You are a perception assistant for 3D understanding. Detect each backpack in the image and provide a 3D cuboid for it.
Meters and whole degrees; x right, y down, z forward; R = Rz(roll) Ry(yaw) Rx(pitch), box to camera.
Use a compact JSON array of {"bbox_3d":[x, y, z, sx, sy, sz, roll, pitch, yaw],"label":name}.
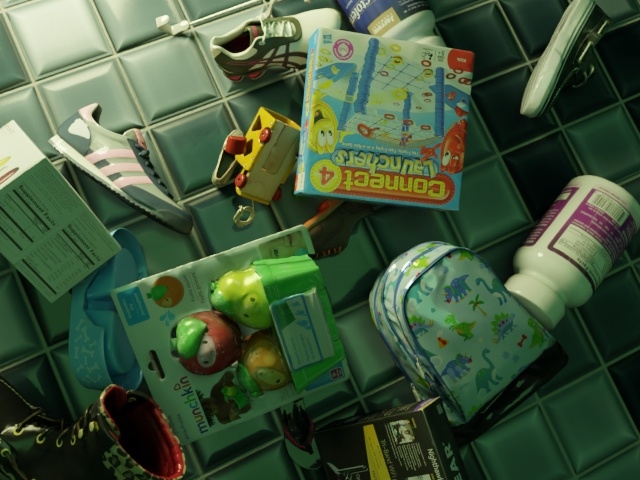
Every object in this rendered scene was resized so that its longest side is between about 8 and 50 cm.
[{"bbox_3d":[0.256,0.166,1.256,0.290,0.273,0.355,-36,75,-7],"label":"backpack"}]

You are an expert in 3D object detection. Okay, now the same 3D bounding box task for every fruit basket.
[{"bbox_3d":[-0.142,0.176,1.175,0.353,0.165,0.326,-20,108,-15],"label":"fruit basket"}]

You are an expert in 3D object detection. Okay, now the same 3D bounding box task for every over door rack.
[{"bbox_3d":[-0.190,-0.571,1.383,0.325,0.108,0.239,-12,82,4],"label":"over door rack"}]

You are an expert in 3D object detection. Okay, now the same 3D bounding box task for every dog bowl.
[{"bbox_3d":[-0.375,0.125,1.179,0.074,0.166,0.297,-8,68,8],"label":"dog bowl"}]

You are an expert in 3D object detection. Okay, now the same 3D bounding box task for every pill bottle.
[{"bbox_3d":[0.497,0.028,1.340,0.169,0.169,0.301,41,77,0],"label":"pill bottle"},{"bbox_3d":[0.143,-0.470,1.382,0.153,0.153,0.264,-30,85,-13],"label":"pill bottle"}]

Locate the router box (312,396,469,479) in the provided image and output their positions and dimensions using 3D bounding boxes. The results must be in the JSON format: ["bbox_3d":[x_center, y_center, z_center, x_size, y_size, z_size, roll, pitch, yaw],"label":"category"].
[{"bbox_3d":[0.144,0.456,1.179,0.243,0.081,0.308,-22,82,33],"label":"router box"}]

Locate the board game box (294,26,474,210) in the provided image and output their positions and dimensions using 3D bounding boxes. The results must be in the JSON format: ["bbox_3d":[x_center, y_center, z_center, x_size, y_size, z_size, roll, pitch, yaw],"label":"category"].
[{"bbox_3d":[0.120,-0.219,1.254,0.309,0.086,0.301,5,91,-12],"label":"board game box"}]

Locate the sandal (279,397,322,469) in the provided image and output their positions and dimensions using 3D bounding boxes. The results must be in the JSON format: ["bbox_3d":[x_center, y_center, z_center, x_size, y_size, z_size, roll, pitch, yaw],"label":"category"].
[{"bbox_3d":[-0.043,0.351,1.262,0.067,0.040,0.179,-18,83,-12],"label":"sandal"}]

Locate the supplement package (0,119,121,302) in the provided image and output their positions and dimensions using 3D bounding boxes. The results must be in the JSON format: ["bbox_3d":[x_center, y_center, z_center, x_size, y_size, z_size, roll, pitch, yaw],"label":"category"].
[{"bbox_3d":[-0.487,-0.057,1.120,0.145,0.262,0.204,-40,128,-14],"label":"supplement package"}]

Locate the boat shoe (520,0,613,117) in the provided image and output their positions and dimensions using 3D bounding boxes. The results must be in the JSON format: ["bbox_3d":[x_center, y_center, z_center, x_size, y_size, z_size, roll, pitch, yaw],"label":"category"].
[{"bbox_3d":[0.549,-0.392,1.447,0.119,0.121,0.335,30,75,2],"label":"boat shoe"}]

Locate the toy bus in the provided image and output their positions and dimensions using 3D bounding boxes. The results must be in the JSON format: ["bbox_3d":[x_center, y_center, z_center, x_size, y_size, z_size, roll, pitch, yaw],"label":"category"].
[{"bbox_3d":[-0.114,-0.159,1.309,0.202,0.190,0.104,-25,40,-15],"label":"toy bus"}]

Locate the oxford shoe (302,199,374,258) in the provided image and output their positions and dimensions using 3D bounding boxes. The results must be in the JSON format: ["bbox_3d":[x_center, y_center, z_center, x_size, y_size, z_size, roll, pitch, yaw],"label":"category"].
[{"bbox_3d":[0.000,0.000,1.307,0.098,0.097,0.271,45,76,-5],"label":"oxford shoe"}]

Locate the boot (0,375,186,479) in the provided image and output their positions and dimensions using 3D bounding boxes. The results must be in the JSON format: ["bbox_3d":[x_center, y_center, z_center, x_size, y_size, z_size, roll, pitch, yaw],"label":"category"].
[{"bbox_3d":[-0.416,0.316,1.089,0.284,0.138,0.377,-37,91,26],"label":"boot"}]

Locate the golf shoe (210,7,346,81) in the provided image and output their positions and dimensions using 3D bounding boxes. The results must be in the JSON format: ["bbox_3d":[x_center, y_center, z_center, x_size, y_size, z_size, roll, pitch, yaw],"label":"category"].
[{"bbox_3d":[-0.083,-0.393,1.310,0.273,0.120,0.105,-18,79,10],"label":"golf shoe"}]

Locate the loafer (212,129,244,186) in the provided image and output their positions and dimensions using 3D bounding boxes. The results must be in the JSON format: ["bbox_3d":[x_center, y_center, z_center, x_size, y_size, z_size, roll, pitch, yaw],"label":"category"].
[{"bbox_3d":[-0.182,-0.167,1.334,0.045,0.039,0.125,21,78,-4],"label":"loafer"}]

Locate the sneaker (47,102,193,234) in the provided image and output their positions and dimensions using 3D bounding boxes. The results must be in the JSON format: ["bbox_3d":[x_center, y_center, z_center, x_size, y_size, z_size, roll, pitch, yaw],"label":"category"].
[{"bbox_3d":[-0.354,-0.139,1.266,0.319,0.112,0.131,36,79,-2],"label":"sneaker"}]
